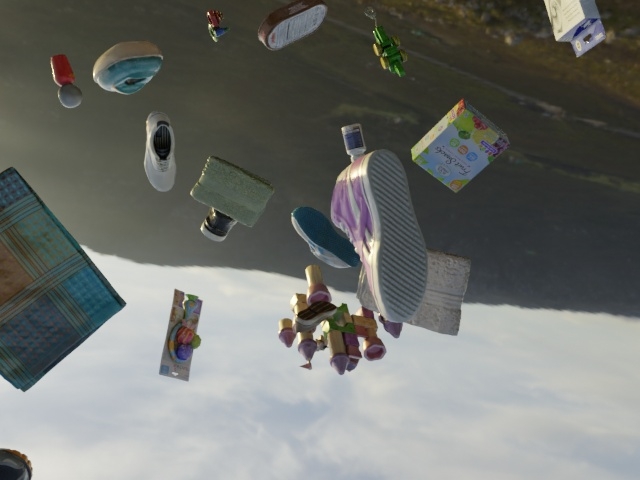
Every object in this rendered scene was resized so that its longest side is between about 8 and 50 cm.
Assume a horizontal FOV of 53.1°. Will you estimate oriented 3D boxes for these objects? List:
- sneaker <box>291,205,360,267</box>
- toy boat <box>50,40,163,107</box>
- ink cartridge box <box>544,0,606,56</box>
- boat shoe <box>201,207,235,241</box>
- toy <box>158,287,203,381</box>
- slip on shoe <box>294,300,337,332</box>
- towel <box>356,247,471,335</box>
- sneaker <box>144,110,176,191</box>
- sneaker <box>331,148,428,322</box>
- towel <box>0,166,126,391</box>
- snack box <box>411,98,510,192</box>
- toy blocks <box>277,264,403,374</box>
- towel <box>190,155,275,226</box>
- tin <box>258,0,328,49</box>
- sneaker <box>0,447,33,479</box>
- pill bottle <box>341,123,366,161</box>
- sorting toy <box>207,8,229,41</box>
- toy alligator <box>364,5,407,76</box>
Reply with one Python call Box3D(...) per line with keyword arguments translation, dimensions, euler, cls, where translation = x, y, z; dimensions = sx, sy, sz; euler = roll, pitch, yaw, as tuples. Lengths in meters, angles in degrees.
Box3D(translation=(0.000, 0.000, 1.671), dimensions=(0.228, 0.087, 0.092), euler=(43, 149, -27), cls="sneaker")
Box3D(translation=(-0.635, -0.489, 1.915), dimensions=(0.318, 0.148, 0.267), euler=(-19, -175, -34), cls="toy boat")
Box3D(translation=(0.665, -0.610, 1.701), dimensions=(0.045, 0.224, 0.223), euler=(-19, -179, 4), cls="ink cartridge box")
Box3D(translation=(-0.293, -0.103, 2.025), dimensions=(0.114, 0.091, 0.302), euler=(29, -154, -17), cls="boat shoe")
Box3D(translation=(-0.370, 0.264, 1.783), dimensions=(0.056, 0.237, 0.137), euler=(-6, 158, 25), cls="toy")
Box3D(translation=(-0.012, 0.175, 1.459), dimensions=(0.051, 0.041, 0.135), euler=(27, -155, 24), cls="slip on shoe")
Box3D(translation=(0.213, 0.100, 1.520), dimensions=(0.282, 0.187, 0.049), euler=(14, -172, 37), cls="towel")
Box3D(translation=(-0.476, -0.250, 1.898), dimensions=(0.094, 0.258, 0.091), euler=(-9, -144, -15), cls="sneaker")
Box3D(translation=(0.091, 0.001, 1.090), dimensions=(0.102, 0.282, 0.161), euler=(-2, 172, -31), cls="sneaker")
Box3D(translation=(-0.586, 0.081, 1.242), dimensions=(0.040, 0.271, 0.370), euler=(11, 137, 53), cls="towel")
Box3D(translation=(0.385, -0.258, 1.777), dimensions=(0.174, 0.207, 0.070), euler=(32, -146, -20), cls="snack box")
Box3D(translation=(0.047, 0.278, 1.751), dimensions=(0.288, 0.309, 0.260), euler=(15, -144, -22), cls="toy blocks")
Box3D(translation=(-0.178, -0.099, 1.299), dimensions=(0.148, 0.110, 0.027), euler=(28, -159, -11), cls="towel")
Box3D(translation=(-0.063, -0.521, 1.532), dimensions=(0.040, 0.189, 0.106), euler=(50, 158, 19), cls="tin")
Box3D(translation=(-0.475, 0.392, 0.953), dimensions=(0.084, 0.215, 0.083), euler=(-1, -148, -8), cls="sneaker")
Box3D(translation=(0.115, -0.326, 2.146), dimensions=(0.067, 0.120, 0.067), euler=(-13, -177, 1), cls="pill bottle")
Box3D(translation=(-0.276, -0.584, 1.741), dimensions=(0.042, 0.061, 0.102), euler=(-26, 163, -13), cls="sorting toy")
Box3D(translation=(0.149, -0.450, 1.480), dimensions=(0.056, 0.190, 0.051), euler=(-24, 166, -3), cls="toy alligator")
